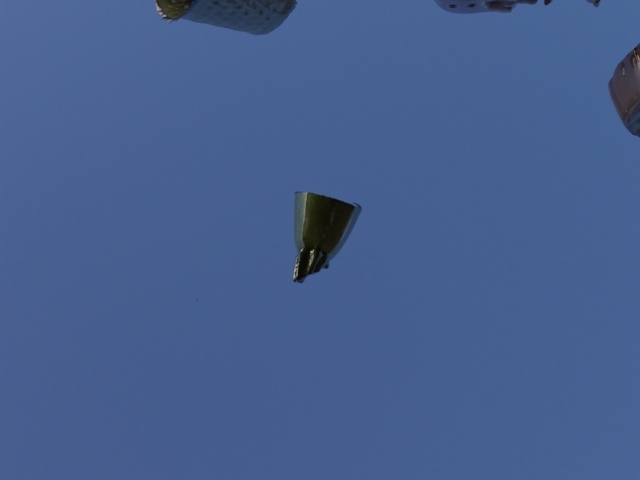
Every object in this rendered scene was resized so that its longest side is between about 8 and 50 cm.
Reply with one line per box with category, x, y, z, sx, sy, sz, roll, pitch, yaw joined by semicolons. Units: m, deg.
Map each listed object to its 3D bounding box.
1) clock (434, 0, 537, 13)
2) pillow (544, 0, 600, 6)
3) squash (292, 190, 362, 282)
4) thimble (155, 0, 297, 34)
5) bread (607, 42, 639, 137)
clock;0.243;-0.391;1.428;0.176;0.117;0.080;0;-97;6
pillow;0.330;-0.386;1.239;0.067;0.270;0.173;17;-69;27
squash;-0.003;0.004;1.408;0.105;0.105;0.132;15;-98;-6
thimble;-0.130;-0.431;1.390;0.150;0.271;0.270;6;-95;-32
bread;0.477;-0.203;1.184;0.236;0.236;0.070;-10;-114;-8
